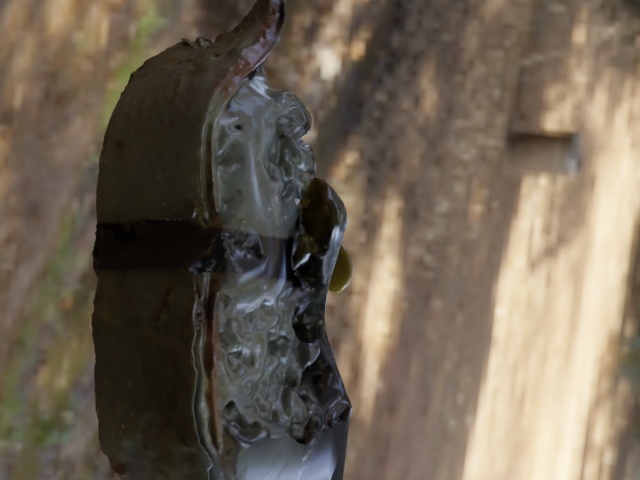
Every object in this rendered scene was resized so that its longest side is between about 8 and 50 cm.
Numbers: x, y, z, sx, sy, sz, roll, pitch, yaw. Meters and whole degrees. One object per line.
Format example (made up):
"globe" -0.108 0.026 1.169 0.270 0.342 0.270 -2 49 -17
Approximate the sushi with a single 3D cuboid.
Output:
"sushi" -0.060 0.006 0.899 0.109 0.134 0.273 -12 112 -44

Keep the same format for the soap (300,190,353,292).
"soap" 0.000 0.000 1.314 0.034 0.012 0.089 -51 -130 30
